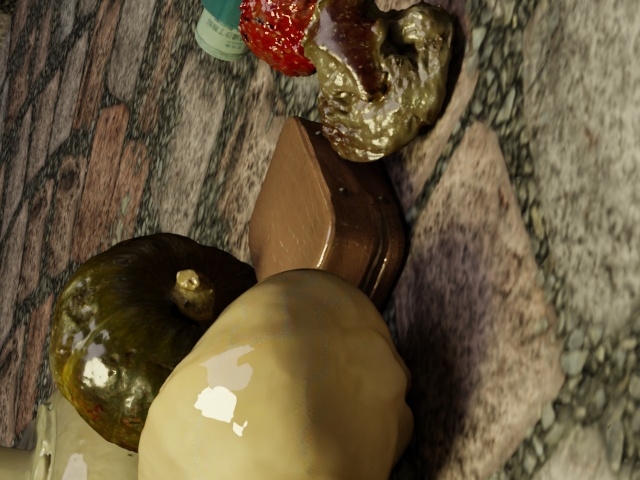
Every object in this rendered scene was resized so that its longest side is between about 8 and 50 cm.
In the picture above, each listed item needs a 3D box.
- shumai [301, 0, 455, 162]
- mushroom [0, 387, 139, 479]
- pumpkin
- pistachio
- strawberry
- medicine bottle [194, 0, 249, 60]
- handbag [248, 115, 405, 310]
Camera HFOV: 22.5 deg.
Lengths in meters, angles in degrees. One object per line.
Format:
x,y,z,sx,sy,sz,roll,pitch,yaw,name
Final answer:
0.035,-0.127,1.241,0.139,0.105,0.123,115,161,-53,shumai
-0.254,0.253,1.472,0.314,0.336,0.315,-174,90,-77,mushroom
-0.122,0.078,1.354,0.219,0.219,0.162,-100,25,-48,pumpkin
-0.038,0.136,1.154,0.299,0.187,0.188,121,154,-54,pistachio
-0.027,-0.222,1.492,0.192,0.085,0.140,-147,68,-71,strawberry
-0.059,-0.306,1.632,0.124,0.079,0.258,-98,27,-47,medicine bottle
0.000,0.000,1.303,0.193,0.072,0.151,-113,40,-56,handbag
